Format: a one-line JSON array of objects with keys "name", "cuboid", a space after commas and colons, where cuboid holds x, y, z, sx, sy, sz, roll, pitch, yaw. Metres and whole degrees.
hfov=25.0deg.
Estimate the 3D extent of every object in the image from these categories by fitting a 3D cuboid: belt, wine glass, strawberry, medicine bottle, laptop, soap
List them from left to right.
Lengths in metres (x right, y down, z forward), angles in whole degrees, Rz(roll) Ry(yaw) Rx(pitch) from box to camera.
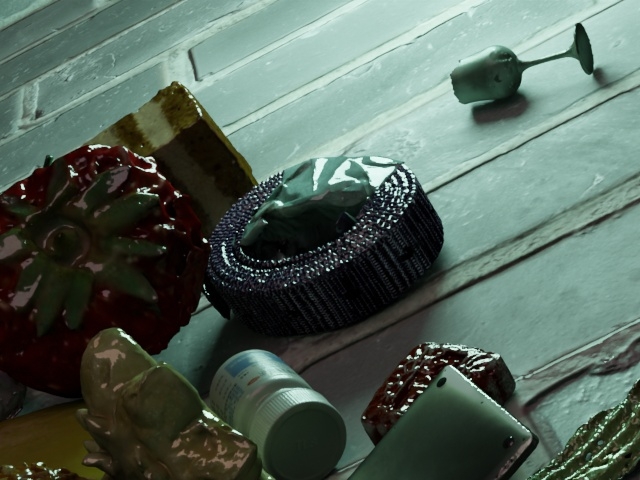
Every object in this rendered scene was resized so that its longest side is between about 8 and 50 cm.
[{"name": "soap", "cuboid": [-0.343, 0.290, 1.668, 0.427, 0.115, 0.306, -18, 18, -8]}, {"name": "strawberry", "cuboid": [-0.301, 0.052, 1.853, 0.345, 0.295, 0.318, 114, 174, -74]}, {"name": "medicine bottle", "cuboid": [-0.051, 0.195, 1.612, 0.105, 0.105, 0.168, -36, 29, -12]}, {"name": "belt", "cuboid": [0.000, 0.000, 1.867, 0.324, 0.122, 0.260, -11, 38, 33]}, {"name": "laptop", "cuboid": [0.080, 0.254, 1.414, 0.269, 0.015, 0.187, -49, 28, -1]}, {"name": "wine glass", "cuboid": [0.284, -0.247, 2.051, 0.195, 0.079, 0.079, -13, 32, 26]}]

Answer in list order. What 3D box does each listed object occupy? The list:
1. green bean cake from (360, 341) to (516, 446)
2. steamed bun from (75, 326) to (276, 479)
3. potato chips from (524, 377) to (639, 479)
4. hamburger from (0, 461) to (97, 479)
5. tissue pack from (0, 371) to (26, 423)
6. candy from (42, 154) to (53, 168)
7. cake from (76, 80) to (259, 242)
[{"name": "green bean cake", "cuboid": [0.124, 0.169, 1.543, 0.135, 0.056, 0.135, 5, 42, 47]}, {"name": "steamed bun", "cuboid": [-0.151, 0.226, 1.446, 0.137, 0.292, 0.295, -41, 18, -13]}, {"name": "potato chips", "cuboid": [0.259, 0.208, 1.384, 0.207, 0.028, 0.092, -36, 27, -15]}, {"name": "hamburger", "cuboid": [-0.291, 0.384, 1.372, 0.330, 0.250, 0.330, -23, 29, 14]}, {"name": "tissue pack", "cuboid": [-0.488, 0.149, 1.906, 0.123, 0.215, 0.256, -46, 10, -8]}, {"name": "candy", "cuboid": [-0.429, 0.023, 2.106, 0.091, 0.306, 0.083, 21, 10, 9]}, {"name": "cake", "cuboid": [-0.253, -0.069, 2.144, 0.293, 0.199, 0.196, -35, 33, -1]}]
